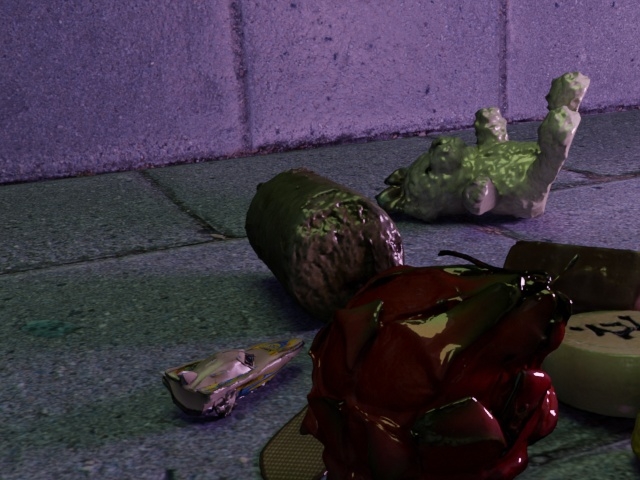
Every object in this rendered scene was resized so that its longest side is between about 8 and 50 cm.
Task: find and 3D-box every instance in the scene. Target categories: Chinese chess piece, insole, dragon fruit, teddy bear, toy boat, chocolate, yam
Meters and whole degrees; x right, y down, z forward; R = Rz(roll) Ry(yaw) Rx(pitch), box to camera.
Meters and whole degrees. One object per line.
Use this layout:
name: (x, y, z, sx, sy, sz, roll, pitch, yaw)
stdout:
Chinese chess piece: (0.344, 0.133, 0.912, 0.189, 0.083, 0.188, -3, 11, 1)
insole: (-0.002, 0.202, 0.896, 0.086, 0.005, 0.253, 2, 16, 17)
dragon fruit: (0.117, 0.116, 0.706, 0.293, 0.234, 0.234, -40, 1, 24)
teddy bear: (0.310, -0.183, 1.669, 0.362, 0.375, 0.327, 17, 49, 11)
toy boat: (-0.091, 0.154, 0.977, 0.084, 0.066, 0.210, 12, 21, 39)
chocolate: (0.362, 0.067, 1.083, 0.214, 0.093, 0.148, 10, -11, 46)
yam: (0.000, 0.000, 1.269, 0.195, 0.195, 0.300, -8, 17, -16)

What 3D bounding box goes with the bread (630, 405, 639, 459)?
bread: (0.363, 0.164, 0.766, 0.129, 0.114, 0.111, 5, 11, 17)
